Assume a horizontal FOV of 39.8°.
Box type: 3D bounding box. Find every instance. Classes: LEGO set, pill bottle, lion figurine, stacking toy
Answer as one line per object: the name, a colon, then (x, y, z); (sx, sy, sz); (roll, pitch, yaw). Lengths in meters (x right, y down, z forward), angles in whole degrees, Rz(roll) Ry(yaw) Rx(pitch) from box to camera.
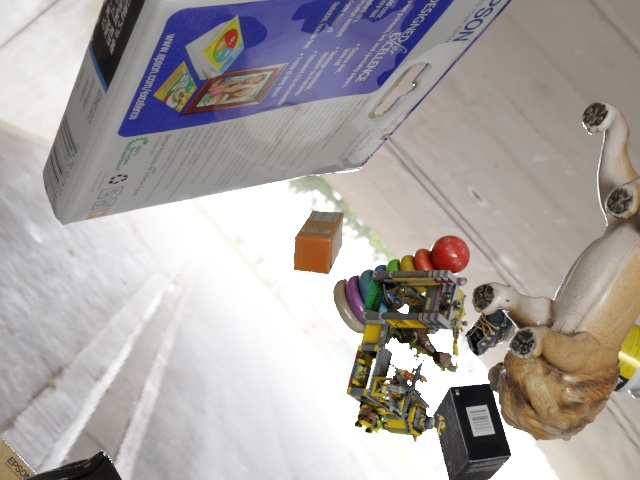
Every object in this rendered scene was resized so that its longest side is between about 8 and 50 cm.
LEGO set: (0.197, 0.202, 1.606); (0.192, 0.331, 0.255); (-2, -37, 37)
pill bottle: (0.468, 0.177, 1.454); (0.209, 0.119, 0.119); (27, -6, 3)
lion figurine: (0.302, 0.043, 0.947); (0.240, 0.392, 0.142); (27, 14, -42)
stacking toy: (0.196, 0.090, 2.032); (0.141, 0.330, 0.141); (46, 27, -32)

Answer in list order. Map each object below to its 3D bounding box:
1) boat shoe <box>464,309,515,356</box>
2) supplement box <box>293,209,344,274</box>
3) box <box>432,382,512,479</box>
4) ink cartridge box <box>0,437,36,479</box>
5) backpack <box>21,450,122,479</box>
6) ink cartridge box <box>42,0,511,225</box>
boat shoe: (0.308, 0.152, 1.593); (0.065, 0.083, 0.183); (51, -12, 30)
supplement box: (0.000, 0.000, 1.825); (0.233, 0.080, 0.078); (-54, 148, -73)
box: (0.300, 0.388, 1.771); (0.158, 0.093, 0.156); (103, -21, -57)
ink cartridge box: (-0.480, 0.433, 1.435); (0.234, 0.088, 0.193); (49, -26, -6)
backpack: (-0.295, 0.324, 1.042); (0.120, 0.101, 0.098); (-5, 28, -36)
ink cartridge box: (-0.038, -0.127, 0.697); (0.072, 0.307, 0.303); (64, -34, 14)
